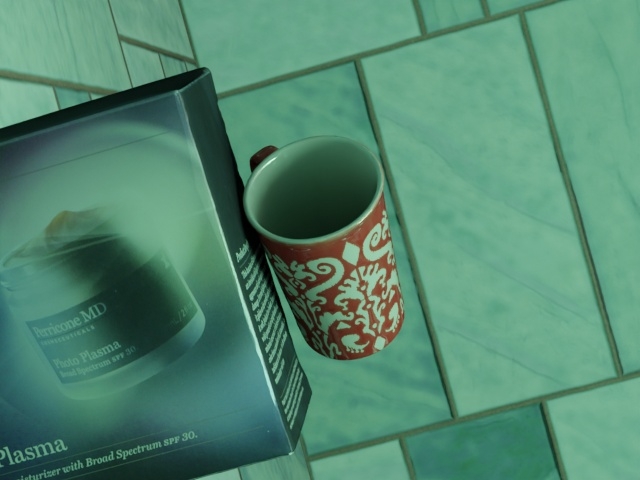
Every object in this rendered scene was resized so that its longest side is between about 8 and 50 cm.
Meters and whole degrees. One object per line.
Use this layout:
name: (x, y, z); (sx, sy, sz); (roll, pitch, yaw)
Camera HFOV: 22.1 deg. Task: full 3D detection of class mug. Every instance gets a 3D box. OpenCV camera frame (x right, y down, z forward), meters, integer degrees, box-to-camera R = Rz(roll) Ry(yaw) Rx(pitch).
mug: (0.010, -0.001, 1.355); (0.169, 0.113, 0.150); (72, 8, -47)

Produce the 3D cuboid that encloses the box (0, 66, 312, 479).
box: (-0.194, 0.048, 1.302); (0.183, 0.296, 0.294); (-68, 141, -79)
